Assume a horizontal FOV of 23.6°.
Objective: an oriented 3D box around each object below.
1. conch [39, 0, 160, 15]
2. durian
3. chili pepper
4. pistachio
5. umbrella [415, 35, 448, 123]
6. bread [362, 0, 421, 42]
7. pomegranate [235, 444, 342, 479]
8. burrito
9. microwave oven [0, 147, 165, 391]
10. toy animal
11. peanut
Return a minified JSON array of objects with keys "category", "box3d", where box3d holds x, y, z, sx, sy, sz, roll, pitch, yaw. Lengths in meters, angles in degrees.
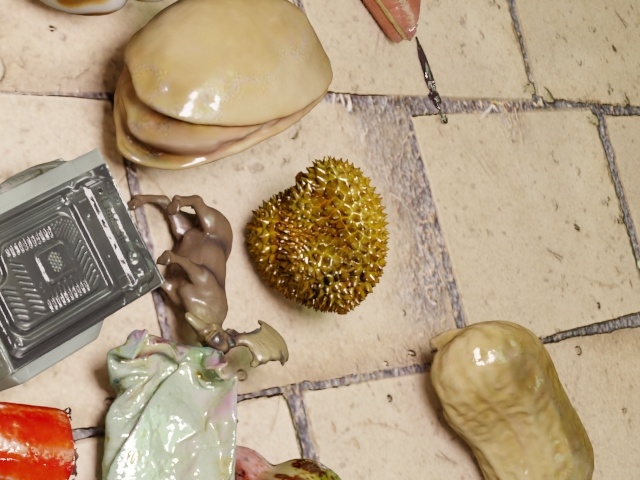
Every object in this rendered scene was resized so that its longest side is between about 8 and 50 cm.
[{"category":"conch","box3d":[-0.230,-0.312,1.496,0.275,0.149,0.183,38,53,-30]},{"category":"durian","box3d":[0.000,0.000,1.630,0.137,0.158,0.168,-16,89,-37]},{"category":"chili pepper","box3d":[-0.293,0.175,1.292,0.169,0.065,0.088,12,49,-41]},{"category":"pistachio","box3d":[-0.100,-0.169,1.573,0.181,0.162,0.293,36,34,15]},{"category":"umbrella","box3d":[0.144,-0.210,2.002,0.022,0.013,0.122,-17,87,-63]},{"category":"bread","box3d":[0.074,-0.356,1.939,0.192,0.067,0.119,53,42,-21]},{"category":"pomegranate","box3d":[-0.042,0.260,1.493,0.138,0.125,0.163,-37,103,-37]},{"category":"burrito","box3d":[-0.143,0.203,1.421,0.144,0.089,0.229,10,70,-24]},{"category":"microwave oven","box3d":[-0.260,0.029,1.337,0.208,0.122,0.162,-33,100,-51]},{"category":"toy animal","box3d":[-0.111,0.057,1.527,0.186,0.094,0.214,44,37,-40]},{"category":"peanut","box3d":[0.233,0.203,1.831,0.291,0.143,0.159,56,32,-24]}]
